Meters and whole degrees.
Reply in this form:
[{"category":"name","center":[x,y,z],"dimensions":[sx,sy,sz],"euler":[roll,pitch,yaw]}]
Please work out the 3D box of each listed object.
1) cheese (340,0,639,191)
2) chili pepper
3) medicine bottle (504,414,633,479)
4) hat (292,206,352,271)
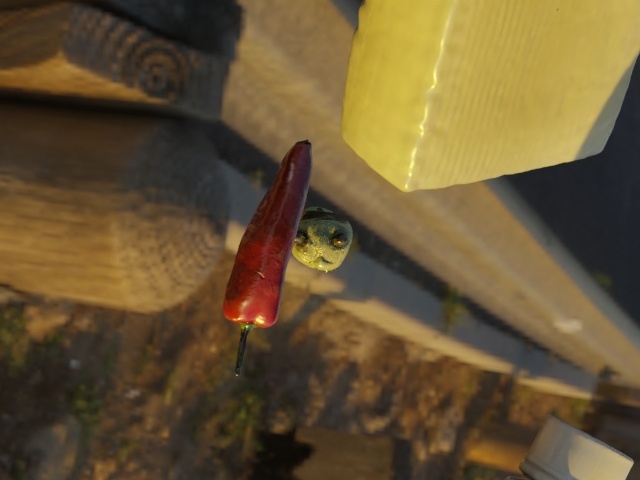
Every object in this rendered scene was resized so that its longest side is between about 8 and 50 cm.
[{"category":"cheese","center":[0.153,-0.190,1.158],"dimensions":[0.242,0.124,0.266],"euler":[-9,130,-29]},{"category":"chili pepper","center":[-0.057,0.013,1.550],"dimensions":[0.071,0.063,0.272],"euler":[-9,-117,67]},{"category":"medicine bottle","center":[0.265,0.335,1.711],"dimensions":[0.237,0.139,0.139],"euler":[-63,155,-2]},{"category":"hat","center":[0.000,-0.001,1.843],"dimensions":[0.059,0.077,0.076],"euler":[-85,-162,-84]}]
